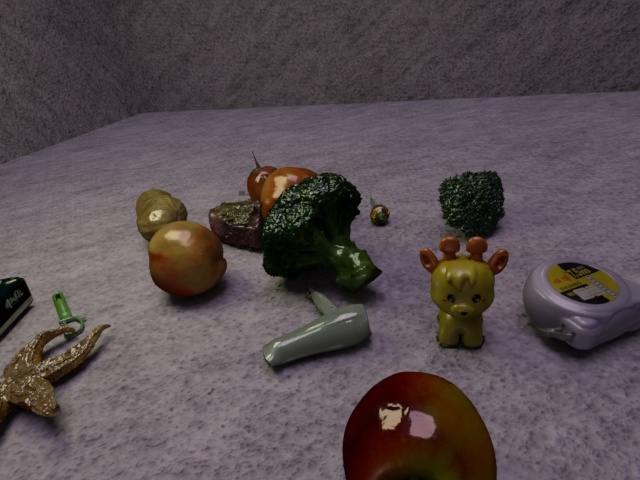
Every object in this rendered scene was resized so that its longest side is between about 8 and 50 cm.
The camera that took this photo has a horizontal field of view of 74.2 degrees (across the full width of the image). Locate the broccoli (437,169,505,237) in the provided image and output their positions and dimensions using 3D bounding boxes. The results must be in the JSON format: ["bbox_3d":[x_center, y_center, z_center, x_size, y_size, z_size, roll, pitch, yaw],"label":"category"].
[{"bbox_3d":[0.395,-0.106,1.160,0.220,0.194,0.194,-41,37,-10],"label":"broccoli"}]

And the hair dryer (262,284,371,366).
[{"bbox_3d":[-0.024,0.153,0.867,0.206,0.075,0.237,-17,22,-6],"label":"hair dryer"}]

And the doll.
[{"bbox_3d":[0.253,0.086,0.753,0.143,0.220,0.135,0,33,19],"label":"doll"}]

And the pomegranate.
[{"bbox_3d":[-0.067,-0.108,1.189,0.209,0.209,0.209,-5,28,3],"label":"pomegranate"}]

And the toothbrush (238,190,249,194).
[{"bbox_3d":[-0.224,-0.169,1.532,0.167,0.014,0.011,5,22,20],"label":"toothbrush"}]

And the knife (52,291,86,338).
[{"bbox_3d":[-0.592,0.165,0.994,0.054,0.015,0.212,-25,33,-31],"label":"knife"}]

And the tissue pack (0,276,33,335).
[{"bbox_3d":[-0.749,0.162,0.954,0.103,0.090,0.170,-8,28,3],"label":"tissue pack"}]

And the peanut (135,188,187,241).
[{"bbox_3d":[-0.492,-0.081,1.314,0.148,0.147,0.319,-17,25,-18],"label":"peanut"}]

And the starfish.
[{"bbox_3d":[-0.530,0.259,0.764,0.299,0.060,0.302,-15,26,-24],"label":"starfish"}]

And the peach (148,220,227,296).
[{"bbox_3d":[-0.310,0.044,0.994,0.184,0.184,0.184,-5,28,3],"label":"peach"}]

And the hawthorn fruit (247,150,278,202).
[{"bbox_3d":[-0.178,-0.184,1.398,0.149,0.189,0.149,-33,-8,-5],"label":"hawthorn fruit"}]

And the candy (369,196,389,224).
[{"bbox_3d":[0.169,-0.102,1.298,0.061,0.060,0.201,-7,22,0],"label":"candy"}]

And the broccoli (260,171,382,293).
[{"bbox_3d":[0.000,0.000,0.970,0.298,0.297,0.297,-26,68,-31],"label":"broccoli"}]

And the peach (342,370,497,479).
[{"bbox_3d":[0.118,0.254,0.519,0.197,0.197,0.197,-5,28,3],"label":"peach"}]

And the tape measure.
[{"bbox_3d":[0.476,0.114,0.782,0.196,0.105,0.178,-14,37,-11],"label":"tape measure"}]

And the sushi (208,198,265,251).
[{"bbox_3d":[-0.244,-0.047,1.224,0.161,0.107,0.241,-12,29,-2],"label":"sushi"}]
